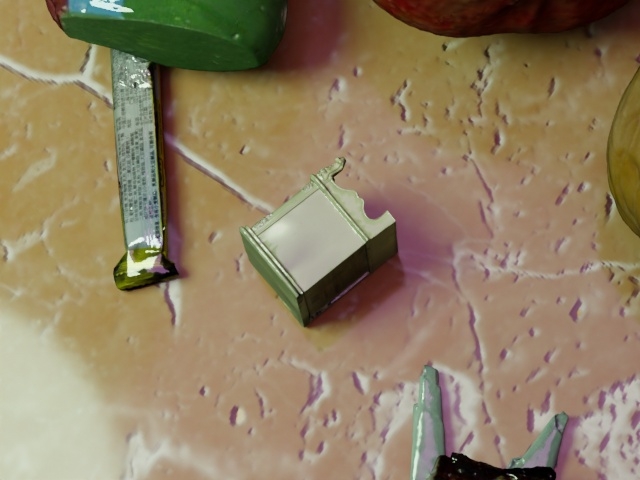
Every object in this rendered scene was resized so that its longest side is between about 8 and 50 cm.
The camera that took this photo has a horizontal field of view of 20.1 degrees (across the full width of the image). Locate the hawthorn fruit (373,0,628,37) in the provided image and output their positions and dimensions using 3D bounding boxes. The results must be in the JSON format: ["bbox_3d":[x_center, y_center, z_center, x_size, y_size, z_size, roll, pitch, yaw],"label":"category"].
[{"bbox_3d":[0.111,-0.286,1.173,0.265,0.265,0.307,-20,65,0],"label":"hawthorn fruit"}]

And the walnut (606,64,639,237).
[{"bbox_3d":[0.271,-0.067,1.135,0.167,0.167,0.207,35,78,15],"label":"walnut"}]

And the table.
[{"bbox_3d":[0.000,0.000,1.184,0.083,0.079,0.062,-38,75,-8],"label":"table"}]

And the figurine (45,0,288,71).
[{"bbox_3d":[-0.088,-0.238,1.242,0.185,0.127,0.234,9,77,8],"label":"figurine"}]

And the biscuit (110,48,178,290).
[{"bbox_3d":[-0.129,-0.108,1.259,0.048,0.026,0.292,-7,72,8],"label":"biscuit"}]

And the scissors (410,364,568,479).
[{"bbox_3d":[0.061,0.267,1.121,0.256,0.029,0.383,11,73,11],"label":"scissors"}]

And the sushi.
[{"bbox_3d":[0.098,0.171,1.091,0.084,0.094,0.098,11,75,9],"label":"sushi"}]
